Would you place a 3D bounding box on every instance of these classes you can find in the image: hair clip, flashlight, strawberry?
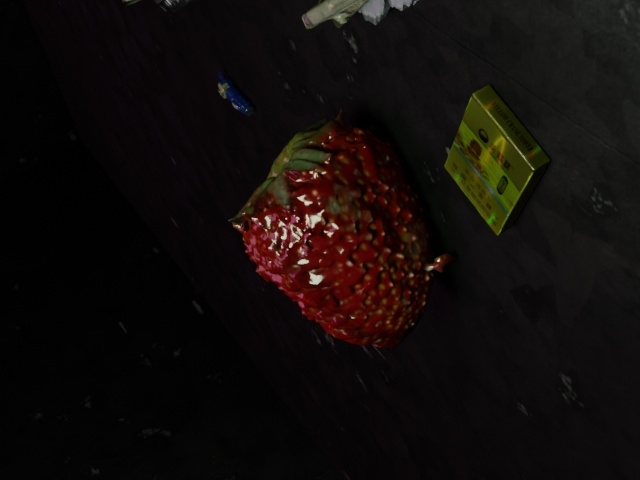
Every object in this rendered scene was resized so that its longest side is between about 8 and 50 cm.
[{"bbox_3d":[0.056,-0.321,1.378,0.106,0.084,0.292,66,159,-6],"label":"hair clip"},{"bbox_3d":[-0.174,-0.287,2.208,0.121,0.035,0.057,48,160,36],"label":"flashlight"},{"bbox_3d":[0.055,-0.012,1.686,0.343,0.292,0.292,37,167,-10],"label":"strawberry"}]

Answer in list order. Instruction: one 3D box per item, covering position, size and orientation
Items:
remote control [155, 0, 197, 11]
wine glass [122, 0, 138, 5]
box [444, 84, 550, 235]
[{"bbox_3d":[-0.250,-0.488,1.992,0.144,0.062,0.399,44,167,-18],"label":"remote control"},{"bbox_3d":[-0.396,-0.582,2.212,0.204,0.111,0.111,65,164,-9],"label":"wine glass"},{"bbox_3d":[0.215,-0.096,1.374,0.121,0.030,0.193,54,164,17],"label":"box"}]
